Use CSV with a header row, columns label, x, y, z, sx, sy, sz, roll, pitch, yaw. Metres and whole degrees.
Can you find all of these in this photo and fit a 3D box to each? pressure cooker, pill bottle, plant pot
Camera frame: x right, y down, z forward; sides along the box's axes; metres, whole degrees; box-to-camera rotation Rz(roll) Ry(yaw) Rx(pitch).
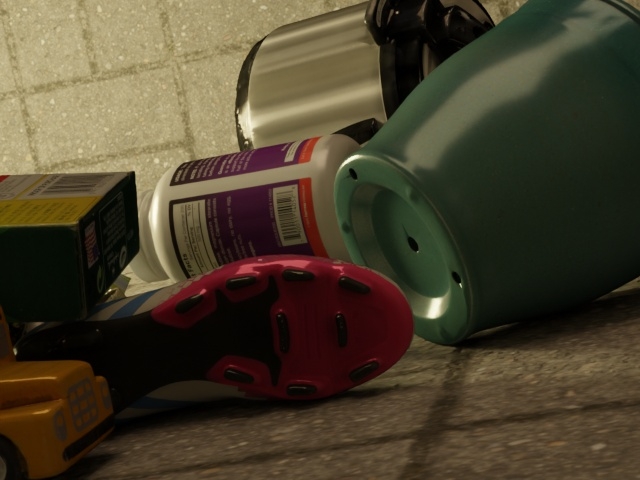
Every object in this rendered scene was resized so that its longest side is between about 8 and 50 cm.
label,x,y,z,sx,sy,sz,roll,pitch,yaw
pressure cooker,0.124,-0.200,2.117,0.420,0.375,0.370,-10,-1,31
pill bottle,-0.092,-0.027,1.805,0.323,0.181,0.181,-9,6,23
plant pot,0.161,-0.048,1.198,0.255,0.271,0.272,-29,13,-25

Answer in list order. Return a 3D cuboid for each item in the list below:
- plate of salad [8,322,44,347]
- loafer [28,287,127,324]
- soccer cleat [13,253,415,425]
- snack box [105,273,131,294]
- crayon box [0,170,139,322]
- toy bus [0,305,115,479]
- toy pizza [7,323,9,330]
label,x,y,z,sx,sy,sz,roll,pitch,yaw
plate of salad,-0.314,0.093,1.199,0.200,0.048,0.200,-6,46,6
loafer,-0.287,0.106,1.280,0.269,0.092,0.102,-13,6,-17
soccer cleat,-0.088,0.073,1.095,0.331,0.116,0.143,-11,6,9
snack box,-0.324,0.044,1.672,0.174,0.070,0.207,28,1,-7
crayon box,-0.323,0.004,1.120,0.319,0.081,0.202,-1,14,5
toy bus,-0.323,0.122,0.989,0.333,0.130,0.108,-10,6,15
toy pizza,-0.344,0.114,1.135,0.201,0.032,0.201,-13,46,13
